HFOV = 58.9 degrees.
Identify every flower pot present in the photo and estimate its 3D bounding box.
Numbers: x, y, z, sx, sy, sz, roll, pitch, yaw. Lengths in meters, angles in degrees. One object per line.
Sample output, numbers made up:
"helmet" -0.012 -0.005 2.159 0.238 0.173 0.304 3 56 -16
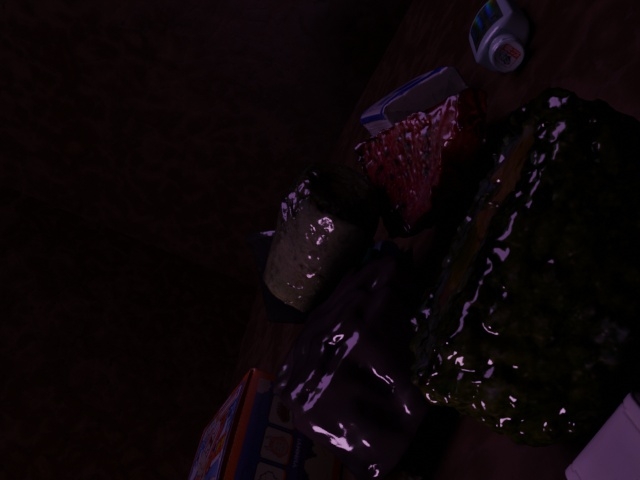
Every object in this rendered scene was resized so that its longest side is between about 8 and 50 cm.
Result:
"flower pot" -0.041 0.112 1.600 0.379 0.378 0.251 158 117 -75

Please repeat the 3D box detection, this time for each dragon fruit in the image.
"dragon fruit" 0.199 -0.169 1.092 0.330 0.240 0.303 121 159 -63

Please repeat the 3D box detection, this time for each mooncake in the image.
"mooncake" 0.066 0.203 0.988 0.351 0.212 0.381 -54 3 -20

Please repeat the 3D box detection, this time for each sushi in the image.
"sushi" 0.232 0.031 0.624 0.294 0.178 0.352 -55 -10 -81

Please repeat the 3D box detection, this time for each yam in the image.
"yam" 0.000 0.000 1.146 0.195 0.195 0.300 -80 6 -50

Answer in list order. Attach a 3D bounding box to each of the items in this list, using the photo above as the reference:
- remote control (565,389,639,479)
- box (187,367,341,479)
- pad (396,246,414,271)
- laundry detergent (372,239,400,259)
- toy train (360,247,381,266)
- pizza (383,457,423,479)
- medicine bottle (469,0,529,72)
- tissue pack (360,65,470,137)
"remote control" 0.273 0.235 0.388 0.277 0.055 0.103 -96 30 -66
"box" -0.136 0.525 1.248 0.319 0.256 0.349 -79 16 -44
"pad" 0.156 0.116 1.234 0.211 0.003 0.143 133 140 -60
"laundry detergent" 0.128 0.080 1.407 0.206 0.061 0.097 128 146 -56
"toy train" 0.091 0.132 1.273 0.159 0.101 0.249 -40 46 51
"pizza" 0.060 0.546 0.722 0.392 0.080 0.435 -148 80 -80
"medicine bottle" 0.375 -0.426 1.187 0.121 0.083 0.229 -56 16 36
"tissue pack" 0.229 -0.316 1.401 0.209 0.137 0.269 -31 11 -3
